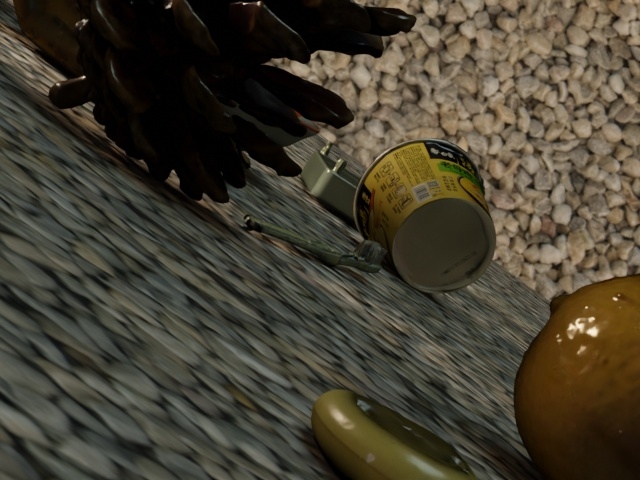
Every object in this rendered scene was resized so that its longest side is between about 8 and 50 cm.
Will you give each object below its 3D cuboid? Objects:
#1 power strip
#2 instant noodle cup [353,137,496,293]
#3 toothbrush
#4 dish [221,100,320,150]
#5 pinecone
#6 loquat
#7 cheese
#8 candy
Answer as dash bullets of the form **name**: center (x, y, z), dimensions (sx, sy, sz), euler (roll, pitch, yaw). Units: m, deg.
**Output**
- **power strip**: center (0.053, -0.051, 2.375), dimensions (0.145, 0.061, 0.215), euler (34, 6, -9)
- **instant noodle cup**: center (0.117, -0.019, 2.112), dimensions (0.151, 0.151, 0.122), euler (33, 16, -21)
- **toothbrush**: center (-0.003, 0.005, 1.704), dimensions (0.026, 0.028, 0.294), euler (36, 10, 22)
- **dish**: center (-0.129, -0.155, 2.015), dimensions (0.260, 0.085, 0.260), euler (35, 7, -5)
- **pinecone**: center (-0.059, -0.163, 1.500), dimensions (0.244, 0.309, 0.244), euler (57, 9, -14)
- **loquat**: center (0.243, 0.117, 1.320), dimensions (0.238, 0.193, 0.238), euler (39, -2, 1)
- **cheese**: center (0.044, 0.115, 0.905), dimensions (0.086, 0.036, 0.162), euler (33, 5, -16)
- **candy**: center (-0.168, -0.163, 1.780), dimensions (0.271, 0.101, 0.143), euler (42, 0, 7)
